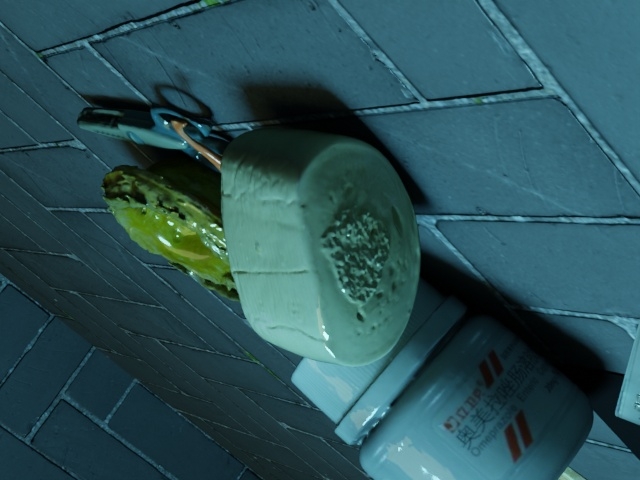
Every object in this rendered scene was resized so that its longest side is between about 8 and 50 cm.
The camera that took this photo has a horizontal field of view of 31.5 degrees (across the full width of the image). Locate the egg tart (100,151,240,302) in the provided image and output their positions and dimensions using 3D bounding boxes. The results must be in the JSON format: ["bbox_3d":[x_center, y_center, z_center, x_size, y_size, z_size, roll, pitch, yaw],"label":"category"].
[{"bbox_3d":[-0.159,-0.020,1.528,0.288,0.118,0.288,28,159,12],"label":"egg tart"}]

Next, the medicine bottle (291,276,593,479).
[{"bbox_3d":[0.141,0.193,1.360,0.306,0.245,0.245,40,162,9],"label":"medicine bottle"}]

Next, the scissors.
[{"bbox_3d":[-0.219,-0.141,1.444,0.289,0.041,0.138,15,161,41],"label":"scissors"}]

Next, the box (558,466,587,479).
[{"bbox_3d":[0.392,0.374,1.748,0.093,0.015,0.058,37,159,-6],"label":"box"}]

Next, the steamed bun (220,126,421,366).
[{"bbox_3d":[0.000,0.000,1.212,0.200,0.154,0.250,9,110,53],"label":"steamed bun"}]

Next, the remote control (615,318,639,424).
[{"bbox_3d":[0.367,0.125,1.132,0.109,0.055,0.313,20,153,19],"label":"remote control"}]

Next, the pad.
[{"bbox_3d":[0.466,0.267,1.384,0.367,0.007,0.247,44,158,-29],"label":"pad"}]

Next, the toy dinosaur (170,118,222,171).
[{"bbox_3d":[-0.075,-0.065,1.361,0.101,0.055,0.279,7,150,35],"label":"toy dinosaur"}]
